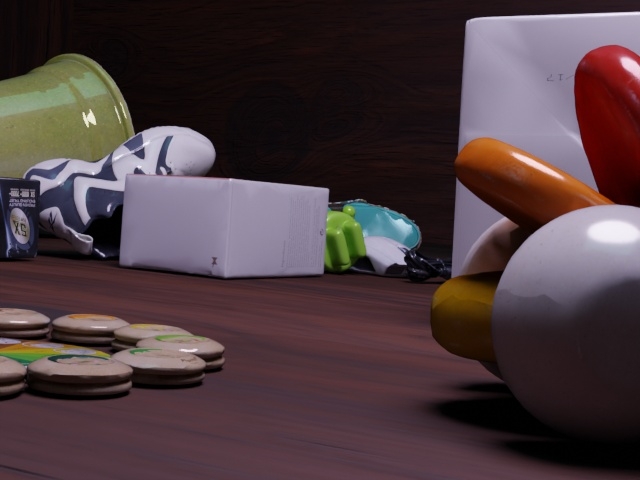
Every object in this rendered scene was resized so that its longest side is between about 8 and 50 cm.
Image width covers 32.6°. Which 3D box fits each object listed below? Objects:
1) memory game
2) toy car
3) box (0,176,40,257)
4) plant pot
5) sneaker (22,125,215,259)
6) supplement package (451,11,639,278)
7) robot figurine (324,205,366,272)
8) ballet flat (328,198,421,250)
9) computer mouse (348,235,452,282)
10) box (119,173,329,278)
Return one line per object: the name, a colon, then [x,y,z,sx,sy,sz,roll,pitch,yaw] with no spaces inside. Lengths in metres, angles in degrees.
memory game: [-0.130,0.041,0.436,0.186,0.012,0.186,4,2,0]
toy car: [0.133,-0.002,0.391,0.182,0.136,0.159,4,1,-1]
box: [-0.379,-0.026,1.019,0.180,0.077,0.147,4,2,25]
plant pot: [-0.442,-0.117,1.539,0.276,0.276,0.254,5,14,43]
sneaker: [-0.187,-0.041,1.179,0.235,0.094,0.153,-13,42,-39]
supplement package: [0.231,-0.037,0.755,0.199,0.198,0.262,4,2,27]
robot figurine: [0.000,0.000,1.202,0.101,0.067,0.115,-25,18,-31]
ballet flat: [0.019,-0.012,1.542,0.241,0.091,0.077,7,-21,-9]
computer mouse: [0.082,0.018,1.203,0.106,0.042,0.193,2,3,-36]
box: [-0.090,-0.014,1.070,0.130,0.091,0.170,5,2,31]
